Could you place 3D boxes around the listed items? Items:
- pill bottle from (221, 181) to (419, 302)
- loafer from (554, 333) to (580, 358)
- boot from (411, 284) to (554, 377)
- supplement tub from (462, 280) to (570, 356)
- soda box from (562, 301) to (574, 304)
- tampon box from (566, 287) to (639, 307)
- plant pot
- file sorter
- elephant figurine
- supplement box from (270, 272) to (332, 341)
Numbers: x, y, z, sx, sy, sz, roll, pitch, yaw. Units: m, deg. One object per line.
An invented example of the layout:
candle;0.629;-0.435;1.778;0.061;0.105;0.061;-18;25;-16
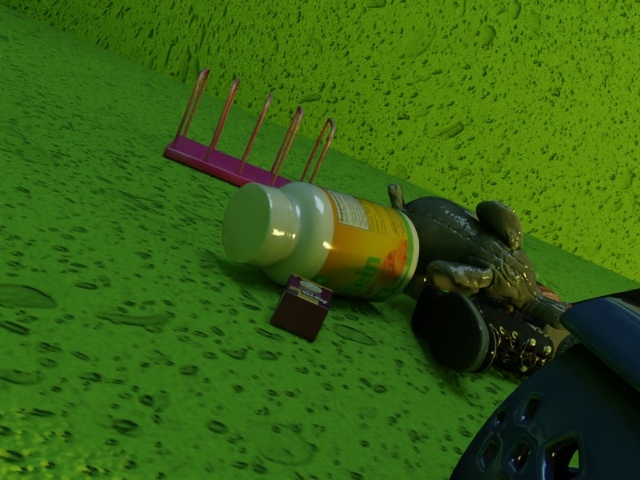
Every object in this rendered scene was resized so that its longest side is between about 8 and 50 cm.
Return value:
pill bottle;0.000;0.000;1.034;0.246;0.136;0.136;13;16;-40
loafer;0.414;0.216;1.041;0.251;0.094;0.087;45;-2;38
boot;0.226;0.129;1.003;0.179;0.085;0.236;21;5;-10
supplement tub;0.306;0.104;1.237;0.106;0.106;0.198;17;14;-30
soda box;0.431;0.146;1.408;0.063;0.058;0.183;33;16;38
tampon box;0.482;0.138;1.215;0.161;0.120;0.101;-19;-14;33
plant pot;0.262;0.181;0.561;0.236;0.212;0.236;22;12;-14
file sorter;-0.134;-0.210;1.586;0.291;0.182;0.202;22;12;-8
elephant figurine;0.225;0.022;1.105;0.186;0.169;0.239;-2;13;-34
supplement box;-0.021;0.074;0.896;0.055;0.043;0.083;24;12;-3
